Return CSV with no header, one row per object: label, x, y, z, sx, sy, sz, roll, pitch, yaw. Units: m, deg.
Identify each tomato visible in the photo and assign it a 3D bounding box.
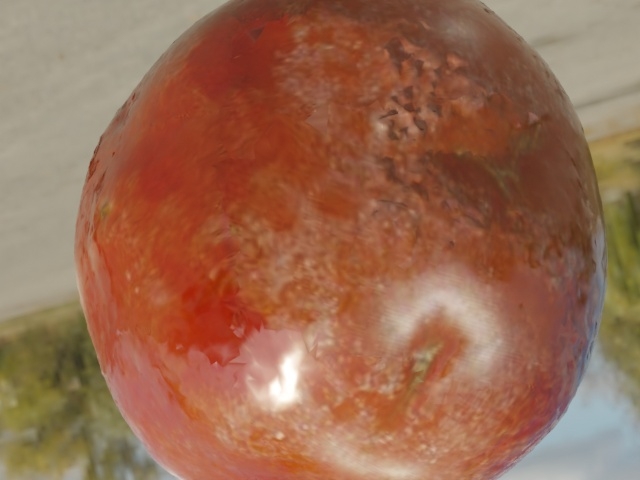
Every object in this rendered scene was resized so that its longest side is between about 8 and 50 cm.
tomato,-0.003,0.001,0.698,0.189,0.232,0.232,20,156,-37
